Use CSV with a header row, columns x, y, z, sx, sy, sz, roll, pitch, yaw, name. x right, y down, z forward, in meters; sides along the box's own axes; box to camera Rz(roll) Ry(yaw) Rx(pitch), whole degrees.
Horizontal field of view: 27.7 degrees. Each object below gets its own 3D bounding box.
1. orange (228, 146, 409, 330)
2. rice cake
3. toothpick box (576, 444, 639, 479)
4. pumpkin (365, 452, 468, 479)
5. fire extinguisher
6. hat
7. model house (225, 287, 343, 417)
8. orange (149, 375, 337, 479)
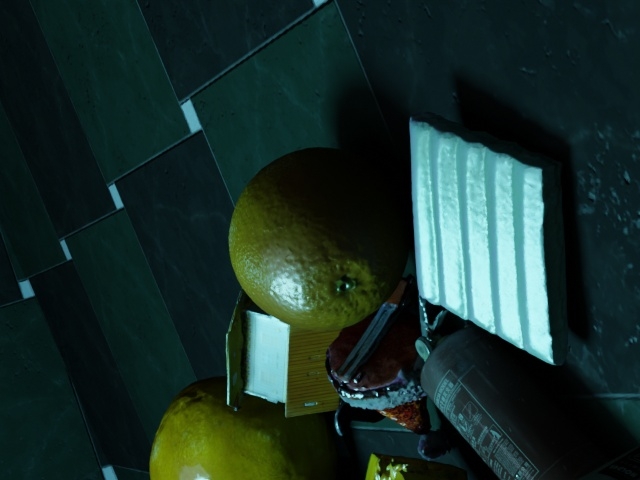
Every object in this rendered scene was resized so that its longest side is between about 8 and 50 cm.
x,y,z,sx,sy,sz,roll,pitch,yaw,name
0.000,0.000,1.363,0.206,0.206,0.206,46,149,38,orange
0.151,-0.003,1.188,0.189,0.037,0.198,27,131,39,rice cake
0.260,0.226,1.041,0.111,0.180,0.111,46,149,39,toothpick box
0.118,0.298,1.356,0.248,0.131,0.126,139,145,-82,pumpkin
0.176,0.159,1.259,0.269,0.104,0.105,50,151,33,fire extinguisher
0.095,0.164,1.444,0.128,0.140,0.227,-4,137,27,hat
-0.018,0.101,1.608,0.135,0.207,0.219,15,123,15,model house
-0.105,0.302,1.778,0.261,0.261,0.261,46,149,38,orange
